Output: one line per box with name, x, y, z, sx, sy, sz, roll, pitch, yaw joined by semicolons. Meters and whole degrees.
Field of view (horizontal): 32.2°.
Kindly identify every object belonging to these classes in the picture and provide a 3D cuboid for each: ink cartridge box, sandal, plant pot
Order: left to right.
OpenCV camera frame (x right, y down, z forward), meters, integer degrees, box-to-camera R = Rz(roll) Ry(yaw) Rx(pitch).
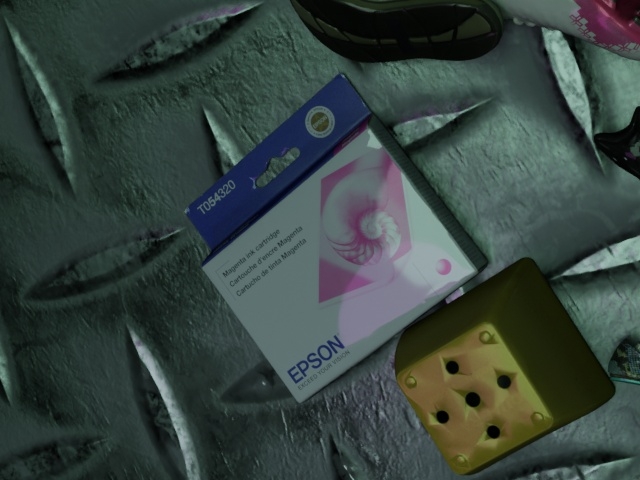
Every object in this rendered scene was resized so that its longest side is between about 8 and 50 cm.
ink cartridge box;0.000;0.000;1.502;0.324;0.071;0.330;-40;84;22
sandal;0.096;-0.291;1.409;0.303;0.120;0.086;11;59;28
plant pot;0.211;0.172;1.378;0.212;0.187;0.212;-34;84;22

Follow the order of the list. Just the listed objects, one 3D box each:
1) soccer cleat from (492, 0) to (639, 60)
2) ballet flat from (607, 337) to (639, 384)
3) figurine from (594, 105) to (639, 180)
soccer cleat;0.268;-0.307;1.340;0.331;0.116;0.143;42;133;8
ballet flat;0.449;0.162;1.351;0.188;0.070;0.070;14;103;16
figurine;0.462;-0.103;1.296;0.215;0.092;0.209;-40;78;21
